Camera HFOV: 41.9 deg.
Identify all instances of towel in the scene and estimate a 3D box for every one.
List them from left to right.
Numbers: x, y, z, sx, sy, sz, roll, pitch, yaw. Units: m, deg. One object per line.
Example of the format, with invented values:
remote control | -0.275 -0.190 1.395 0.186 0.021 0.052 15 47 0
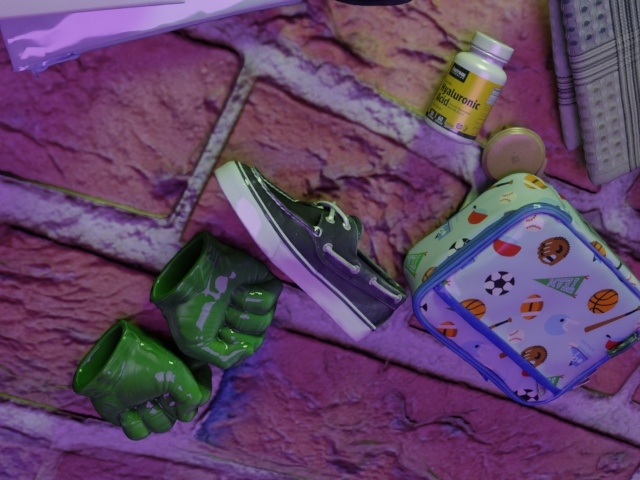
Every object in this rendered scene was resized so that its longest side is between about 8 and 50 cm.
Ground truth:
towel | 0.413 -0.250 0.964 0.312 0.056 0.324 -26 126 -3

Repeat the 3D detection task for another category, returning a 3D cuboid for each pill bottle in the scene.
pill bottle | 0.169 -0.172 0.943 0.065 0.065 0.116 18 110 -22

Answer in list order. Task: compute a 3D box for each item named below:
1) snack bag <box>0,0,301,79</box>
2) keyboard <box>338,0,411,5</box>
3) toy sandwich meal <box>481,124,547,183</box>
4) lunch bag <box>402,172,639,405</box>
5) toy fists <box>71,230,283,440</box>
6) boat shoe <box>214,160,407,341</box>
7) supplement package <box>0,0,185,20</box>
snack bag | -0.186 -0.351 0.779 0.322 0.037 0.343 -16 119 -5
keyboard | 0.050 -0.373 0.762 0.201 0.033 0.317 6 125 30
toy sandwich meal | 0.236 -0.104 1.018 0.085 0.029 0.086 -1 119 -1
lunch bag | 0.262 0.078 1.062 0.243 0.115 0.303 -41 119 17
toy fists | -0.161 0.126 0.997 0.142 0.096 0.279 37 102 -28
boat shoe | 0.000 0.000 0.967 0.102 0.108 0.301 -38 122 7
supplement package | -0.252 -0.292 0.660 0.262 0.198 0.199 -8 117 -9
